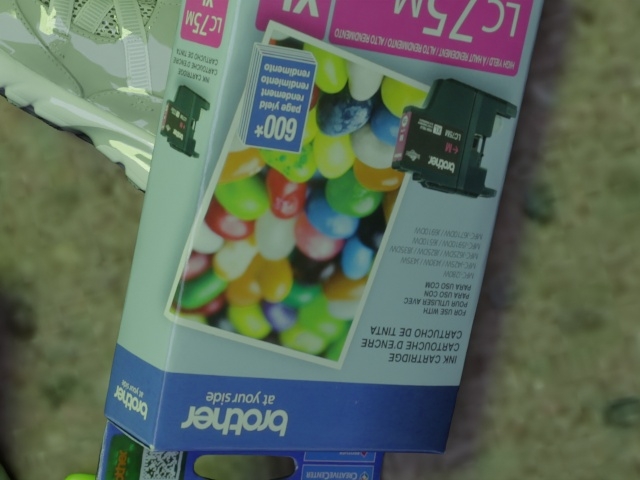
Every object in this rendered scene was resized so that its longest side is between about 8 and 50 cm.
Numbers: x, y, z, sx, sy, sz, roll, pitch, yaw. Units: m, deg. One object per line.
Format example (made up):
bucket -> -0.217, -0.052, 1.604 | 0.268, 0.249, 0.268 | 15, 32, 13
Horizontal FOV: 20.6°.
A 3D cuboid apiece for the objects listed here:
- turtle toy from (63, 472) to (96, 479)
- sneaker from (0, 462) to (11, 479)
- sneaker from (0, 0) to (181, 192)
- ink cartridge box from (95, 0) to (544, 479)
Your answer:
turtle toy -> -0.095, 0.168, 0.969 | 0.130, 0.066, 0.095 | 18, 122, 10
sneaker -> -0.222, 0.067, 0.943 | 0.121, 0.099, 0.262 | -33, 112, 8
sneaker -> -0.110, -0.106, 0.941 | 0.281, 0.105, 0.115 | 35, 89, -4
ink cartridge box -> 0.000, 0.000, 0.885 | 0.185, 0.065, 0.311 | 6, 102, -35
